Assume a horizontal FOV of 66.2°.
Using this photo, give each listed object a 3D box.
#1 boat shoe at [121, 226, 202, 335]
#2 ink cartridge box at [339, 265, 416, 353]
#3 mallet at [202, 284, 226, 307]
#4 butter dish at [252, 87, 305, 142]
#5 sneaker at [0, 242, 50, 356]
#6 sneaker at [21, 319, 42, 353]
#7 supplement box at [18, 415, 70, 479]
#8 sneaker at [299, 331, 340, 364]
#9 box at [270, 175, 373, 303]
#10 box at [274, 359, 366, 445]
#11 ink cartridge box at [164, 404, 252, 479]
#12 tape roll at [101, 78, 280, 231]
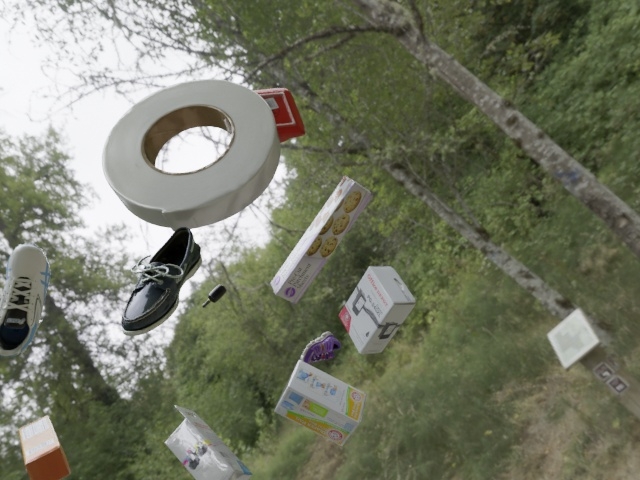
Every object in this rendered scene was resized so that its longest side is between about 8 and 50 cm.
[{"bbox_3d":[-0.284,0.065,0.883,0.254,0.095,0.079,-65,-26,-54],"label":"boat shoe"},{"bbox_3d":[0.113,0.140,1.003,0.063,0.109,0.150,4,-52,-33],"label":"ink cartridge box"},{"bbox_3d":[-0.383,0.203,1.752,0.062,0.039,0.189,-46,5,-28],"label":"mallet"},{"bbox_3d":[-0.141,-0.308,1.297,0.160,0.160,0.118,-13,-20,-21],"label":"butter dish"},{"bbox_3d":[-0.603,0.123,0.994,0.085,0.086,0.237,10,-80,-31],"label":"sneaker"},{"bbox_3d":[-0.764,0.220,1.223,0.235,0.095,0.090,-12,46,51],"label":"sneaker"},{"bbox_3d":[-0.669,0.506,1.186,0.080,0.078,0.233,-22,13,-30],"label":"supplement box"},{"bbox_3d":[0.001,0.320,1.405,0.170,0.071,0.068,-28,-35,-47],"label":"sneaker"},{"bbox_3d":[0.000,0.000,1.162,0.067,0.063,0.324,31,-80,-28],"label":"box"},{"bbox_3d":[0.002,0.424,1.282,0.114,0.203,0.103,-65,-2,32],"label":"box"},{"bbox_3d":[-0.226,0.408,0.949,0.061,0.181,0.104,-47,-27,-13],"label":"ink cartridge box"},{"bbox_3d":[-0.283,-0.202,1.088,0.392,0.392,0.072,-36,-29,-16],"label":"tape roll"}]
